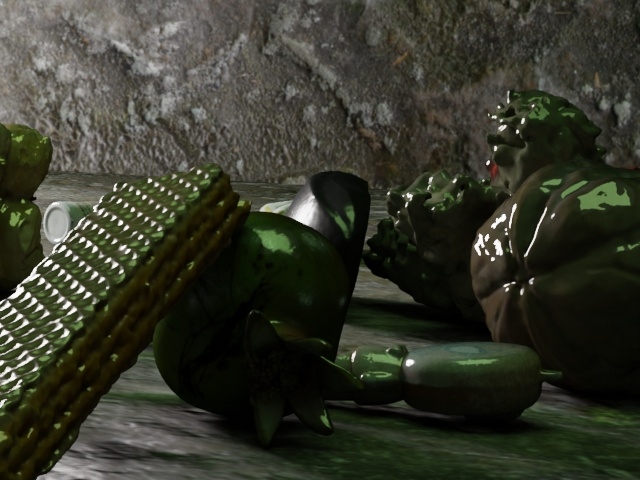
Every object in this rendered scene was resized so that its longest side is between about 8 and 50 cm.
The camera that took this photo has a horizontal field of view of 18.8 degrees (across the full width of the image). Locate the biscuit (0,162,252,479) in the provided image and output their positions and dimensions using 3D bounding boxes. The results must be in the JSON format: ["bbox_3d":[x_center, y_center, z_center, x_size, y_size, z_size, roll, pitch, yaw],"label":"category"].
[{"bbox_3d":[-0.148,0.048,1.191,0.094,0.054,0.379,-8,23,25],"label":"biscuit"}]

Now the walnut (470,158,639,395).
[{"bbox_3d":[0.237,0.031,1.613,0.224,0.224,0.224,4,6,0],"label":"walnut"}]

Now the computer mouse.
[{"bbox_3d":[0.000,0.000,2.015,0.086,0.138,0.270,13,7,0],"label":"computer mouse"}]

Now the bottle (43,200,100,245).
[{"bbox_3d":[-0.256,-0.024,2.477,0.060,0.060,0.217,9,9,41],"label":"bottle"}]

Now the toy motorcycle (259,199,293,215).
[{"bbox_3d":[-0.022,-0.021,2.552,0.151,0.074,0.228,2,7,11],"label":"toy motorcycle"}]

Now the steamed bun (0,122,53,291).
[{"bbox_3d":[-0.334,-0.025,1.948,0.106,0.178,0.192,11,-12,-31],"label":"steamed bun"}]

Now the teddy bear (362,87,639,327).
[{"bbox_3d":[0.194,-0.010,1.952,0.357,0.225,0.367,18,-7,-40],"label":"teddy bear"}]

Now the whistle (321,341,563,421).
[{"bbox_3d":[0.071,0.105,1.443,0.220,0.057,0.107,1,5,12],"label":"whistle"}]

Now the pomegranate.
[{"bbox_3d":[-0.042,0.067,1.351,0.131,0.152,0.191,8,25,-19],"label":"pomegranate"}]
